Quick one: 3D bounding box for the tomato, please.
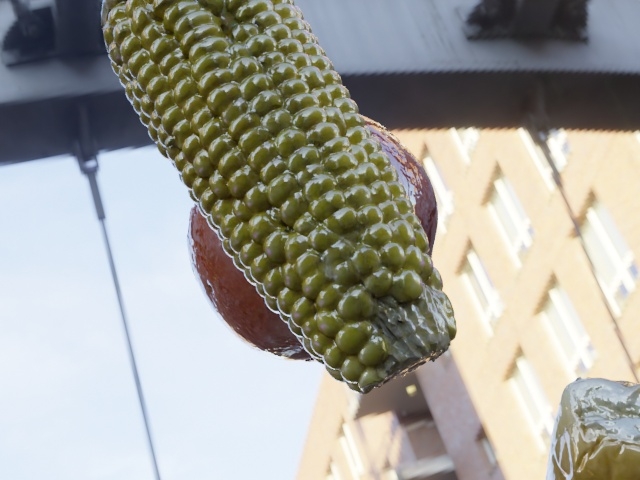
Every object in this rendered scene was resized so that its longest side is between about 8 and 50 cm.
[{"bbox_3d":[0.000,0.000,1.030,0.208,0.184,0.208,-40,2,2],"label":"tomato"}]

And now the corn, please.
[{"bbox_3d":[-0.032,-0.062,0.805,0.130,0.347,0.130,-30,-17,-11],"label":"corn"}]

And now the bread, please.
[{"bbox_3d":[0.185,0.129,0.690,0.125,0.082,0.106,1,-39,7],"label":"bread"}]
